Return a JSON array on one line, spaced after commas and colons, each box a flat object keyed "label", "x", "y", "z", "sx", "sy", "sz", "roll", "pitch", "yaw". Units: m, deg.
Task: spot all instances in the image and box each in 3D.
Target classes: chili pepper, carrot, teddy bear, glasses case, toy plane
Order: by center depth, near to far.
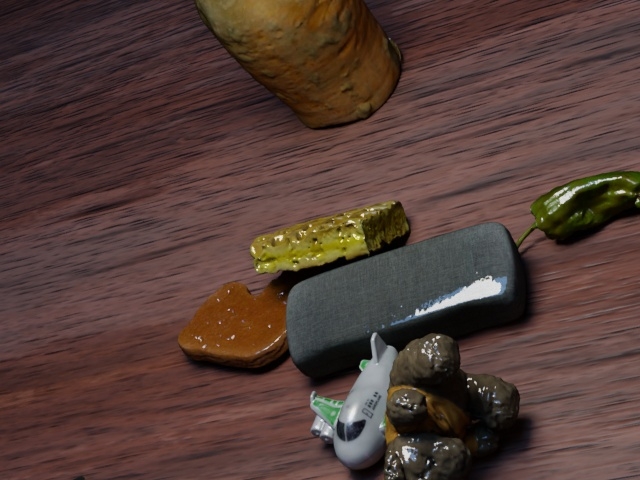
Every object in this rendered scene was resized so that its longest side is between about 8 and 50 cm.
[{"label": "teddy bear", "x": 0.128, "y": 0.222, "z": 1.747, "sx": 0.140, "sy": 0.177, "sz": 0.190, "roll": -12, "pitch": 55, "yaw": 43}, {"label": "toy plane", "x": 0.062, "y": 0.204, "z": 1.881, "sx": 0.174, "sy": 0.080, "sz": 0.174, "roll": -20, "pitch": 43, "yaw": 20}, {"label": "chili pepper", "x": 0.325, "y": -0.043, "z": 1.945, "sx": 0.204, "sy": 0.072, "sz": 0.073, "roll": -19, "pitch": 43, "yaw": 19}, {"label": "glasses case", "x": 0.107, "y": 0.077, "z": 1.969, "sx": 0.323, "sy": 0.074, "sz": 0.131, "roll": -18, "pitch": 50, "yaw": 20}, {"label": "carrot", "x": -0.040, "y": -0.331, "z": 2.307, "sx": 0.224, "sy": 0.341, "sz": 0.224, "roll": -20, "pitch": 44, "yaw": 21}]

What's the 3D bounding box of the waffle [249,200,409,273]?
[{"label": "waffle", "x": 0.000, "y": 0.000, "z": 2.097, "sx": 0.211, "sy": 0.055, "sz": 0.160, "roll": -13, "pitch": 6, "yaw": 28}]

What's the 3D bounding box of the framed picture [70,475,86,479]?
[{"label": "framed picture", "x": -0.468, "y": 0.476, "z": 2.042, "sx": 0.347, "sy": 0.016, "sz": 0.265, "roll": -23, "pitch": 39, "yaw": 16}]

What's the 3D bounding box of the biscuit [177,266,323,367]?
[{"label": "biscuit", "x": -0.091, "y": 0.101, "z": 2.134, "sx": 0.192, "sy": 0.036, "sz": 0.186, "roll": 5, "pitch": 51, "yaw": 39}]
